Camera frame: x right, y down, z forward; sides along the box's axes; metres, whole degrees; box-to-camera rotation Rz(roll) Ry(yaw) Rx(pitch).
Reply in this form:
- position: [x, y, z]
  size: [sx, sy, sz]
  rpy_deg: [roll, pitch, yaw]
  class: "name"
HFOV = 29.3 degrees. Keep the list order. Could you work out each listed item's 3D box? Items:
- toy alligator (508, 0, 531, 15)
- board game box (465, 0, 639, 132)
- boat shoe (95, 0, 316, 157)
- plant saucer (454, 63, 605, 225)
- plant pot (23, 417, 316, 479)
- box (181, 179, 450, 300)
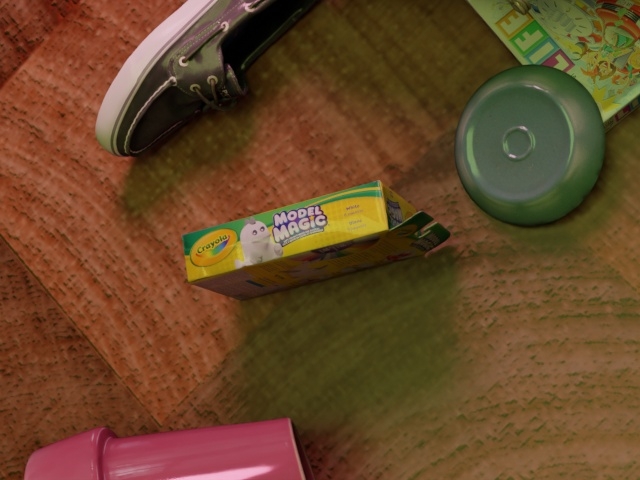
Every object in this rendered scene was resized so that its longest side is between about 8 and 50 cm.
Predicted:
- position: [0.121, -0.223, 0.901]
  size: [0.051, 0.056, 0.189]
  rpy_deg: [-42, 41, 6]
  class: "toy alligator"
- position: [0.192, -0.162, 0.910]
  size: [0.103, 0.026, 0.154]
  rpy_deg: [-40, 70, 9]
  class: "board game box"
- position: [-0.083, -0.145, 0.982]
  size: [0.228, 0.080, 0.076]
  rpy_deg: [-46, 67, -2]
  class: "boat shoe"
- position: [0.147, -0.070, 0.893]
  size: [0.119, 0.021, 0.119]
  rpy_deg: [0, 90, 33]
  class: "plant saucer"
- position: [-0.086, 0.213, 0.857]
  size: [0.180, 0.201, 0.201]
  rpy_deg: [-18, 73, -1]
  class: "plant pot"
- position: [0.000, 0.000, 0.904]
  size: [0.179, 0.105, 0.043]
  rpy_deg: [-13, 76, 16]
  class: "box"
